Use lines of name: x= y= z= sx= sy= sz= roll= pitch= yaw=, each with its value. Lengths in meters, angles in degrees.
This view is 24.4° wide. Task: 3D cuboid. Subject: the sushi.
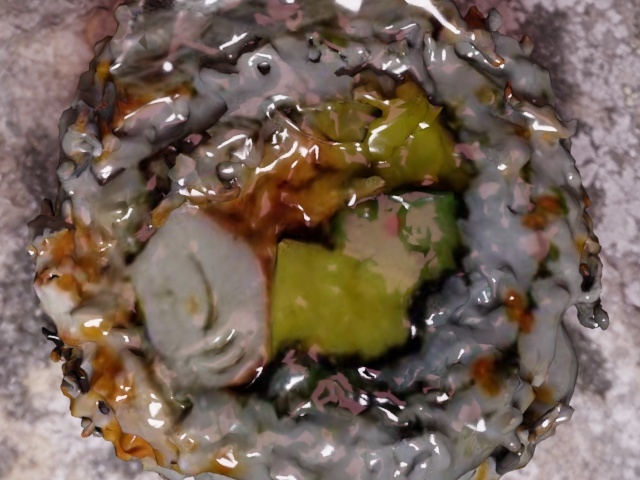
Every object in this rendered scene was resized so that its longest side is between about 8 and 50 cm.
sushi: x=0.003 y=0.003 z=0.983 sx=0.417 sy=0.176 sz=0.418 roll=2 pitch=74 yaw=-6
